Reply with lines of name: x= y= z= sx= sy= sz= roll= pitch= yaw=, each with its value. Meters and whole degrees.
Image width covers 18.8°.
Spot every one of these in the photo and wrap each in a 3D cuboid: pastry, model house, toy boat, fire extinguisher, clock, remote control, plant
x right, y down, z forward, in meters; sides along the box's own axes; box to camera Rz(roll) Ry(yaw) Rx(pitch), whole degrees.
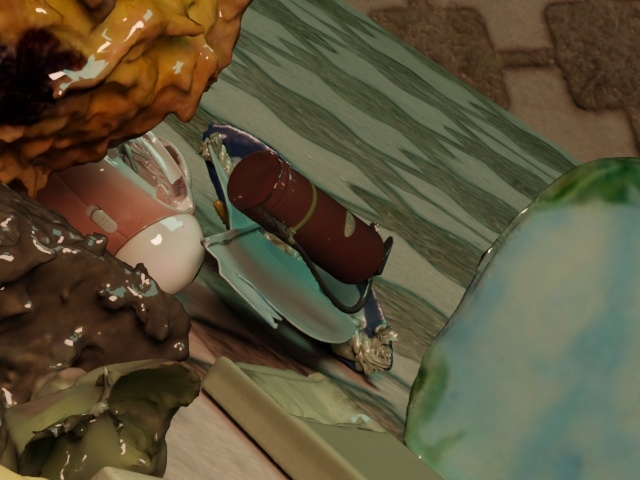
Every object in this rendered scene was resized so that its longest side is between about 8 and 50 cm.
pastry: x=-0.219 y=-0.172 z=1.073 sx=0.405 sy=0.292 sz=0.337 roll=10 pitch=18 yaw=28
model house: x=0.231 y=0.091 z=1.329 sx=0.226 sy=0.261 sz=0.241 roll=40 pitch=16 yaw=22
toy boat: x=-0.025 y=0.010 z=1.324 sx=0.220 sy=0.067 sz=0.291 roll=54 pitch=7 yaw=1
fire extinguisher: x=0.000 y=0.000 z=1.290 sx=0.045 sy=0.078 sz=0.157 roll=-9 pitch=-30 yaw=34
clock: x=-0.152 y=-0.037 z=1.287 sx=0.162 sy=0.093 sz=0.166 roll=38 pitch=15 yaw=-24
remote control: x=0.047 y=0.162 z=1.156 sx=0.285 sy=0.038 sz=0.123 roll=39 pitch=13 yaw=30
plant: x=-0.140 y=0.056 z=0.896 sx=0.131 sy=0.142 sz=0.203 roll=34 pitch=1 yaw=-44

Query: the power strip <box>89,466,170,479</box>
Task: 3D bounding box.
power strip: x=-0.019 y=0.163 z=0.897 sx=0.286 sy=0.080 sz=0.048 roll=20 pitch=18 yaw=-48

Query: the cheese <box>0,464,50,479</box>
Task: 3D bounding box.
cheese: x=-0.105 y=0.148 z=0.708 sx=0.167 sy=0.094 sz=0.123 roll=23 pitch=53 yaw=-33
